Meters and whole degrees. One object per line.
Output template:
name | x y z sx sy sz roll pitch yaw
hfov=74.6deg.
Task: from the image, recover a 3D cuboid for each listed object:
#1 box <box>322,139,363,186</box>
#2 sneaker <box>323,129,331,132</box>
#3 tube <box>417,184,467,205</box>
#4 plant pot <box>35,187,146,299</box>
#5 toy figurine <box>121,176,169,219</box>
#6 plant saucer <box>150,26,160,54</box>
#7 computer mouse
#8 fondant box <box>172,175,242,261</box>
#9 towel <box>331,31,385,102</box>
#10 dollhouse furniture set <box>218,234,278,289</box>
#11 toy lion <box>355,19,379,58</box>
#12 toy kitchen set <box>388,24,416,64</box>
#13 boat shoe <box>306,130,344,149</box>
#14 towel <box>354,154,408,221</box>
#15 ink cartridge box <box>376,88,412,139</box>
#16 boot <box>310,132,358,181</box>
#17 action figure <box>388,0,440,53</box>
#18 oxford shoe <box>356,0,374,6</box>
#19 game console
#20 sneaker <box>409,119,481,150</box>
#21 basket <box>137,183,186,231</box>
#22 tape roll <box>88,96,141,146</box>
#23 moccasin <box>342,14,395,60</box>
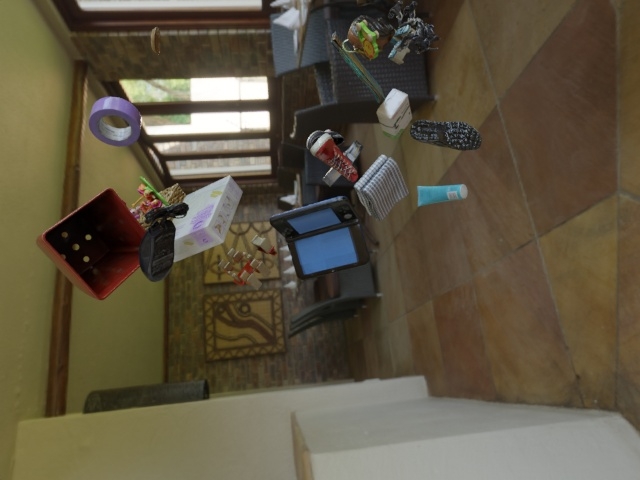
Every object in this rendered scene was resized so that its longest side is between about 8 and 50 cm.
box | 0.115 -0.389 2.110 0.183 0.056 0.231 -44 9 35
sneaker | 0.007 -0.520 2.216 0.134 0.051 0.070 -34 42 33
tube | 0.458 -0.178 1.617 0.207 0.052 0.080 0 91 49
plant pot | -0.777 0.017 1.419 0.267 0.235 0.267 -54 -54 -40
toy figurine | -0.661 -0.123 1.534 0.173 0.159 0.130 38 162 24
plant saucer | -0.544 -0.660 1.386 0.083 0.015 0.084 -174 90 -81
computer mouse | -0.523 0.003 1.355 0.188 0.072 0.272 -32 -39 -65
fondant box | -0.455 -0.089 1.630 0.096 0.238 0.330 55 -154 -34
towel | 0.182 -0.849 2.063 0.370 0.040 0.271 44 -155 -21
dollhouse furniture set | -0.340 0.115 2.119 0.262 0.259 0.135 18 154 43
toy lion | 0.154 -0.643 1.360 0.100 0.034 0.096 54 168 22
toy kitchen set | 0.334 -0.917 1.963 0.166 0.122 0.207 -59 22 5
boat shoe | 0.023 -0.410 1.729 0.206 0.065 0.075 -27 -48 -48
towel | 0.310 -0.250 2.092 0.121 0.235 0.284 30 167 38
ink cartridge box | 0.390 -0.657 2.202 0.160 0.092 0.219 -55 -24 -3
boot | 0.062 -0.285 1.501 0.176 0.088 0.244 47 -167 6
action figure | 0.400 -0.879 1.789 0.141 0.164 0.276 113 139 -65
oxford shoe | 0.217 -1.194 1.980 0.083 0.096 0.227 43 -123 -41
game console | 0.000 0.000 1.499 0.250 0.293 0.174 47 -150 -60
sneaker | 0.514 -0.429 1.716 0.124 0.283 0.107 -7 -66 -70
basket | -0.727 -0.084 1.997 0.223 0.213 0.299 58 -164 -31
tape roll | -0.832 -0.480 1.710 0.189 0.188 0.080 95 167 -53
moccasin | 0.176 -0.752 1.577 0.147 0.139 0.380 -51 7 33
